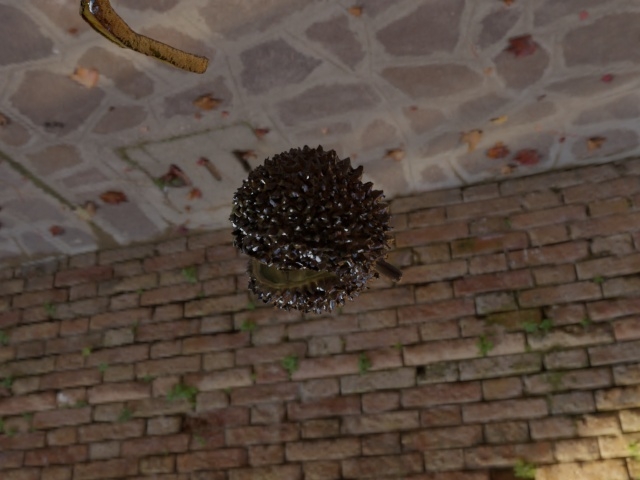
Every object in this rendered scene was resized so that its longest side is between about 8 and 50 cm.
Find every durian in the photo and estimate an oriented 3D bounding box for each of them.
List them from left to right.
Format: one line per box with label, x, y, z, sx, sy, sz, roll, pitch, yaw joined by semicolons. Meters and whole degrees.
durian;0.000;0.000;0.776;0.196;0.167;0.196;28;166;7

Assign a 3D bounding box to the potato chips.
potato chips;-0.155;-0.181;0.674;0.026;0.037;0.204;29;-175;19
